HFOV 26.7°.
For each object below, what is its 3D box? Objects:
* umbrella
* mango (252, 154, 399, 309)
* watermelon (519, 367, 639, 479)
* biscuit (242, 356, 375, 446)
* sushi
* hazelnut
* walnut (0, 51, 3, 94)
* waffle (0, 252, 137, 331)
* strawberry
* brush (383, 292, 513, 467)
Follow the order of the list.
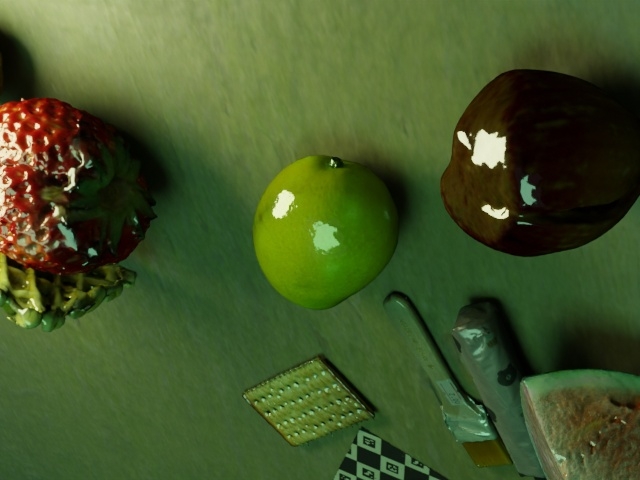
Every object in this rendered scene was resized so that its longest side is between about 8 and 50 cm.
[{"bbox_3d":[0.268,0.227,1.869,0.067,0.073,0.337,-1,128,39],"label":"umbrella"},{"bbox_3d":[-0.005,-0.006,1.788,0.185,0.149,0.273,39,146,-6],"label":"mango"},{"bbox_3d":[0.416,0.306,1.764,0.319,0.222,0.292,66,-176,19],"label":"watermelon"},{"bbox_3d":[-0.021,0.264,2.163,0.139,0.016,0.231,46,140,-10],"label":"biscuit"},{"bbox_3d":[0.150,0.435,2.182,0.279,0.043,0.192,30,140,8],"label":"sushi"},{"bbox_3d":[0.251,-0.091,1.497,0.218,0.218,0.234,47,159,-12],"label":"hazelnut"},{"bbox_3d":[-0.520,-0.242,1.975,0.167,0.087,0.211,51,134,17],"label":"walnut"},{"bbox_3d":[-0.448,0.030,2.037,0.297,0.317,0.073,33,112,19],"label":"waffle"},{"bbox_3d":[-0.397,-0.074,1.937,0.288,0.250,0.238,-2,169,28],"label":"strawberry"},{"bbox_3d":[0.179,0.208,1.957,0.085,0.020,0.336,-11,121,43],"label":"brush"}]
